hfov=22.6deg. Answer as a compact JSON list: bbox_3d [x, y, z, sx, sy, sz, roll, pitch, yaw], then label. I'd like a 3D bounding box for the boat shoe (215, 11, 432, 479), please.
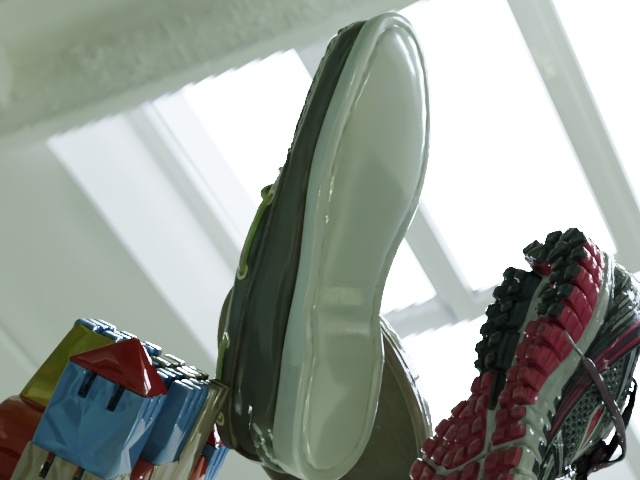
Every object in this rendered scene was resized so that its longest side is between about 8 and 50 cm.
[{"bbox_3d":[-0.003,-0.001,1.040,0.091,0.109,0.305,9,-94,41],"label":"boat shoe"}]

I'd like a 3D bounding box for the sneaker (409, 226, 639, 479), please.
[{"bbox_3d":[0.153,0.139,1.100,0.121,0.112,0.299,-11,-133,61],"label":"sneaker"}]

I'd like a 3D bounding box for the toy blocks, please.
[{"bbox_3d":[-0.152,0.169,0.982,0.190,0.381,0.261,25,-89,11],"label":"toy blocks"}]

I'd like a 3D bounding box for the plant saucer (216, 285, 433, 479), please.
[{"bbox_3d":[0.007,0.147,1.492,0.041,0.278,0.278,-25,-150,-37],"label":"plant saucer"}]
